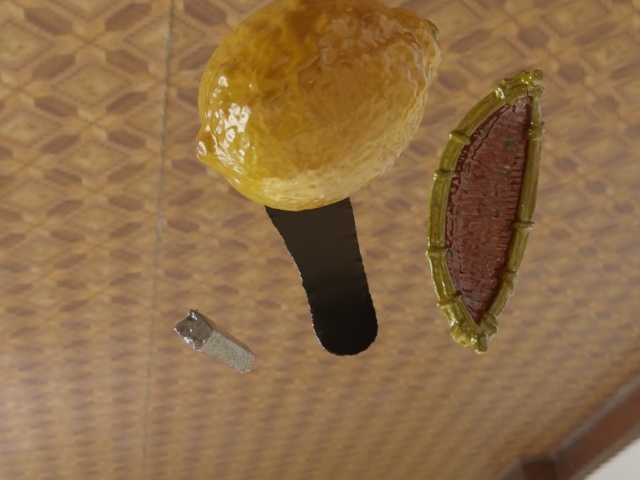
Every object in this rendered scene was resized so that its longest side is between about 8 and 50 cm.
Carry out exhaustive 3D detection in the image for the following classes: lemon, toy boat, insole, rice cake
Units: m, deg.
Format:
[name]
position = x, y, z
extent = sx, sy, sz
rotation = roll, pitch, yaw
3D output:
[lemon]
position = -0.001, -0.100, 0.781
extent = 0.187, 0.142, 0.142
rotation = -30, 155, -5
[toy boat]
position = 0.185, -0.034, 1.283
extent = 0.141, 0.318, 0.099
rotation = 13, 177, -21
[insole]
position = 0.000, 0.000, 1.072
extent = 0.080, 0.232, 0.003
rotation = -20, 159, 0
[rice cake]
position = -0.111, 0.113, 1.242
extent = 0.036, 0.047, 0.207
rotation = -42, 165, -3
